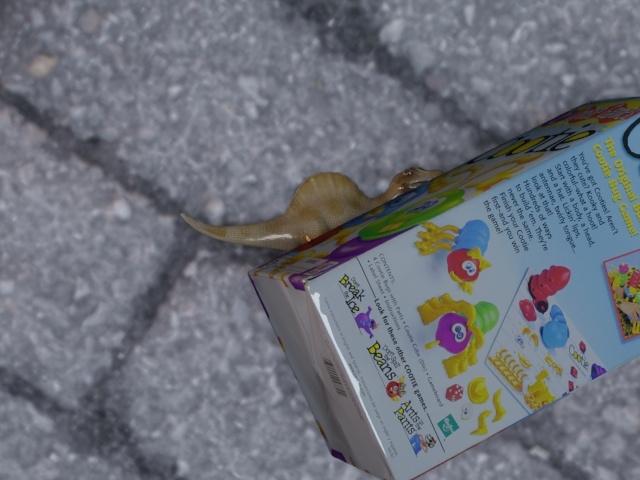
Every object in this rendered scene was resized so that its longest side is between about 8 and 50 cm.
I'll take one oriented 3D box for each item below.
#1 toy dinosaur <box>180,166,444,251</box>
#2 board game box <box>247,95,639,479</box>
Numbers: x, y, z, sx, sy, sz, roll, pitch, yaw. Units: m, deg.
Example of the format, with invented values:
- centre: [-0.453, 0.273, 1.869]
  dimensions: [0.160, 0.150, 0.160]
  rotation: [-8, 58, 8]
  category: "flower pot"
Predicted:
- centre: [0.000, 0.000, 1.334]
  dimensions: [0.183, 0.053, 0.093]
  rotation: [-14, 84, -9]
  category: "toy dinosaur"
- centre: [0.117, 0.025, 1.259]
  dimensions: [0.275, 0.142, 0.144]
  rotation: [-26, 99, -14]
  category: "board game box"
